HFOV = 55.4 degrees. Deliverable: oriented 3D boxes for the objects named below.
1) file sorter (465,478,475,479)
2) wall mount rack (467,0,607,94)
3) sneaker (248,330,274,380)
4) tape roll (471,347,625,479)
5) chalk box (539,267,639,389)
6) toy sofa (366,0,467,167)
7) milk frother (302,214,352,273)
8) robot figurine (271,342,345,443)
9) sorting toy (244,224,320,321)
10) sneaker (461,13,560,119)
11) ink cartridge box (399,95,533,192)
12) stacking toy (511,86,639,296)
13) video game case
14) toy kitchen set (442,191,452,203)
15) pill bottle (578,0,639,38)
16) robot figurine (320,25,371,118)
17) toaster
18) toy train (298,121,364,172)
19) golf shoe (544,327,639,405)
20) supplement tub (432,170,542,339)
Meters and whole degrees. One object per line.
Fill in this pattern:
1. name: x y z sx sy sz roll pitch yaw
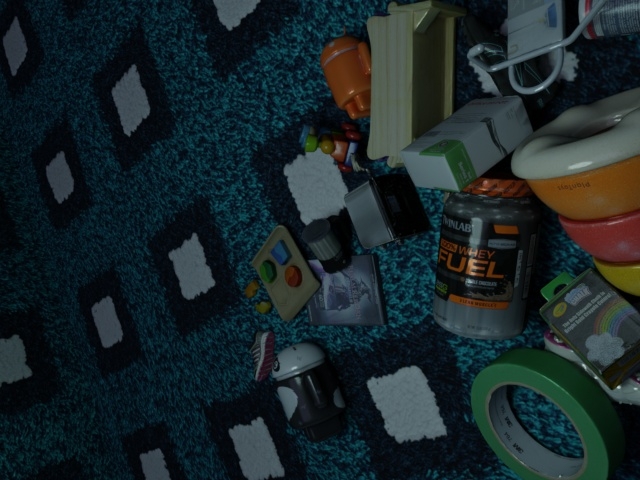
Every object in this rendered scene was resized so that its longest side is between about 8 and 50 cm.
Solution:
1. file sorter: 0.360 0.755 1.474 0.193 0.173 0.278 29 115 35
2. wall mount rack: 0.421 -0.468 1.137 0.304 0.130 0.350 -12 68 46
3. sneaker: -0.194 0.363 1.951 0.075 0.063 0.170 17 104 37
4. tape roll: 0.475 0.389 1.305 0.321 0.077 0.321 32 136 37
5. chalk box: 0.520 0.154 1.169 0.132 0.132 0.213 -42 49 8
6. toy sofa: 0.220 -0.351 1.398 0.177 0.150 0.362 8 104 45
7. milk frother: 0.000 0.000 1.657 0.143 0.129 0.135 1 139 35
8. robot figurine: -0.036 0.434 1.752 0.209 0.173 0.278 -26 81 33
9. sorting toy: -0.138 0.130 1.849 0.229 0.041 0.307 56 133 21
10. sneaker: 0.398 -0.383 1.292 0.106 0.101 0.267 -36 77 21
11. ink cartridge box: 0.300 -0.201 1.255 0.092 0.219 0.160 61 163 -21
12. stacking toy: 0.585 -0.018 1.101 0.350 0.350 0.480 -14 107 41
13. video game case: 0.059 0.143 1.715 0.274 0.026 0.196 -7 94 42
14. toy kitchen set: 0.303 -0.097 1.423 0.068 0.075 0.083 25 110 36
15. pill bottle: 0.576 -0.430 1.104 0.180 0.108 0.108 7 103 40
16. robot figurine: 0.075 -0.414 1.525 0.128 0.158 0.219 -22 83 6
17. toaster: 0.162 -0.077 1.488 0.110 0.168 0.186 -28 81 41
18. toy train: 0.025 -0.231 1.516 0.248 0.143 0.105 -102 23 -66
19. golf shoe: 0.597 0.282 1.236 0.306 0.115 0.140 27 126 41
20. supplement tub: 0.358 0.026 1.313 0.207 0.207 0.338 13 107 38
